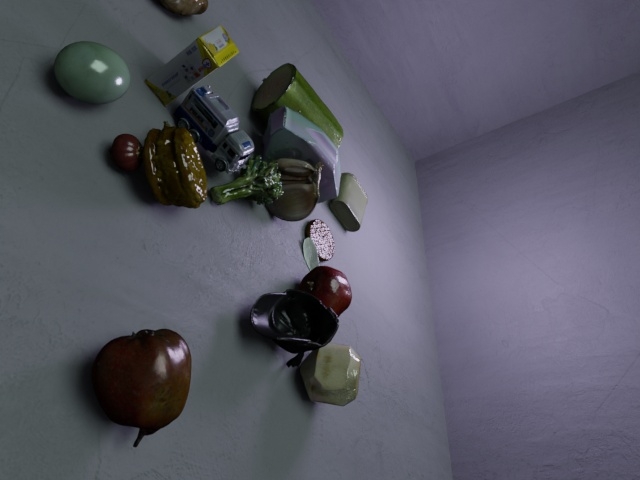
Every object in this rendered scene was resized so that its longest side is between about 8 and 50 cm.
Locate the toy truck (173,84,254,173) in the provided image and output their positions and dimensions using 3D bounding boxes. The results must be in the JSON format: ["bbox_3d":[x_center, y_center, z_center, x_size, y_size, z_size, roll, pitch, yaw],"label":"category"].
[{"bbox_3d":[-0.339,-0.366,1.407,0.268,0.155,0.124,47,32,-4],"label":"toy truck"}]

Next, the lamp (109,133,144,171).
[{"bbox_3d":[-0.519,-0.237,1.140,0.101,0.089,0.101,176,-90,-84],"label":"lamp"}]

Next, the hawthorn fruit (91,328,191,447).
[{"bbox_3d":[-0.394,0.324,0.939,0.208,0.207,0.249,1,89,-60],"label":"hawthorn fruit"}]

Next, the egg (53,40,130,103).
[{"bbox_3d":[-0.579,-0.428,1.085,0.192,0.149,0.150,-39,107,-59],"label":"egg"}]

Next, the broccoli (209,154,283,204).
[{"bbox_3d":[-0.241,-0.176,1.504,0.198,0.177,0.275,26,39,11],"label":"broccoli"}]

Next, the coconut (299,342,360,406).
[{"bbox_3d":[0.034,0.493,1.561,0.241,0.241,0.242,38,42,-45],"label":"coconut"}]

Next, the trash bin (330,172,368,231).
[{"bbox_3d":[0.156,-0.208,2.288,0.243,0.121,0.248,53,35,-31],"label":"trash bin"}]

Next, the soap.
[{"bbox_3d":[-0.078,-0.354,1.811,0.446,0.261,0.156,44,41,-41],"label":"soap"}]

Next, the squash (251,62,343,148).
[{"bbox_3d":[-0.102,-0.553,1.890,0.384,0.262,0.263,42,40,-42],"label":"squash"}]

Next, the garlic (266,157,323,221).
[{"bbox_3d":[-0.120,-0.210,1.703,0.238,0.291,0.210,75,6,-52],"label":"garlic"}]

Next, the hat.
[{"bbox_3d":[-0.124,0.310,1.476,0.335,0.209,0.238,4,48,-41],"label":"hat"}]

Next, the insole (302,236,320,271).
[{"bbox_3d":[-0.029,0.099,1.860,0.080,0.003,0.232,-20,94,-38],"label":"insole"}]

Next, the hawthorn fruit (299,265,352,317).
[{"bbox_3d":[0.010,0.203,1.709,0.249,0.215,0.216,27,51,-46],"label":"hawthorn fruit"}]

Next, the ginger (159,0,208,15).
[{"bbox_3d":[-0.522,-0.965,1.534,0.244,0.155,0.304,4,62,-52],"label":"ginger"}]

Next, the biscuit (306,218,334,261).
[{"bbox_3d":[0.000,0.000,1.968,0.212,0.036,0.212,34,46,-45],"label":"biscuit"}]

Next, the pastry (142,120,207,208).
[{"bbox_3d":[-0.403,-0.210,1.222,0.235,0.131,0.240,-91,176,-62],"label":"pastry"}]

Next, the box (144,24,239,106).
[{"bbox_3d":[-0.408,-0.555,1.347,0.097,0.264,0.168,54,35,-26],"label":"box"}]
